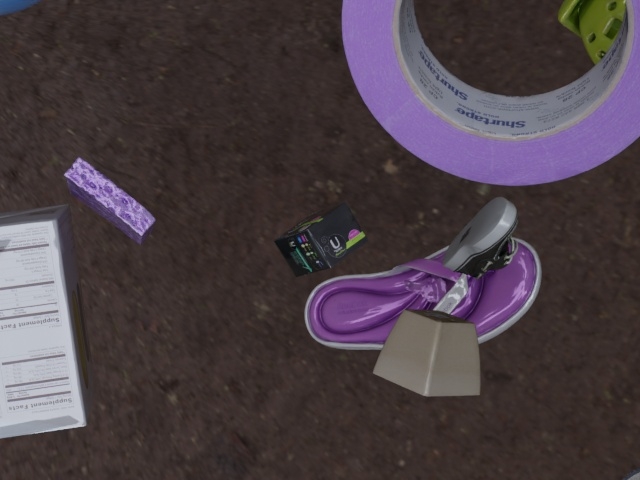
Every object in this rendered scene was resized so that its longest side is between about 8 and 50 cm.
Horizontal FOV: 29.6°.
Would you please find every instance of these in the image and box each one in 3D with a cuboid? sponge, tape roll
[{"bbox_3d":[-0.260,-0.045,1.505,0.117,0.210,0.031,38,81,-5],"label":"sponge"},{"bbox_3d":[0.159,-0.186,0.994,0.274,0.090,0.275,6,120,11],"label":"tape roll"}]

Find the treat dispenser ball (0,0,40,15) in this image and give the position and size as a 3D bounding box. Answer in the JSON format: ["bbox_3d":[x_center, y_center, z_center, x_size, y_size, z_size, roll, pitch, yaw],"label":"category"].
[{"bbox_3d":[-0.456,-0.445,1.617,0.288,0.288,0.288,-4,103,-20],"label":"treat dispenser ball"}]

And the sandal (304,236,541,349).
[{"bbox_3d":[0.152,0.100,1.944,0.102,0.416,0.169,14,62,-62],"label":"sandal"}]

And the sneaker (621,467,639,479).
[{"bbox_3d":[0.307,0.399,1.304,0.112,0.131,0.319,21,107,-4],"label":"sneaker"}]

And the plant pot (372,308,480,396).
[{"bbox_3d":[0.152,0.148,1.633,0.109,0.109,0.096,5,100,-40],"label":"plant pot"}]

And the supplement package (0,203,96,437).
[{"bbox_3d":[-0.409,0.102,1.565,0.198,0.199,0.263,-7,98,-6],"label":"supplement package"}]

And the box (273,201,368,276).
[{"bbox_3d":[0.000,0.000,1.343,0.062,0.083,0.052,-36,99,-29],"label":"box"}]

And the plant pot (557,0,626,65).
[{"bbox_3d":[0.447,-0.282,1.508,0.227,0.207,0.228,19,117,-41],"label":"plant pot"}]

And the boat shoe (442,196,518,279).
[{"bbox_3d":[0.242,0.001,1.713,0.070,0.219,0.078,28,71,-4],"label":"boat shoe"}]
